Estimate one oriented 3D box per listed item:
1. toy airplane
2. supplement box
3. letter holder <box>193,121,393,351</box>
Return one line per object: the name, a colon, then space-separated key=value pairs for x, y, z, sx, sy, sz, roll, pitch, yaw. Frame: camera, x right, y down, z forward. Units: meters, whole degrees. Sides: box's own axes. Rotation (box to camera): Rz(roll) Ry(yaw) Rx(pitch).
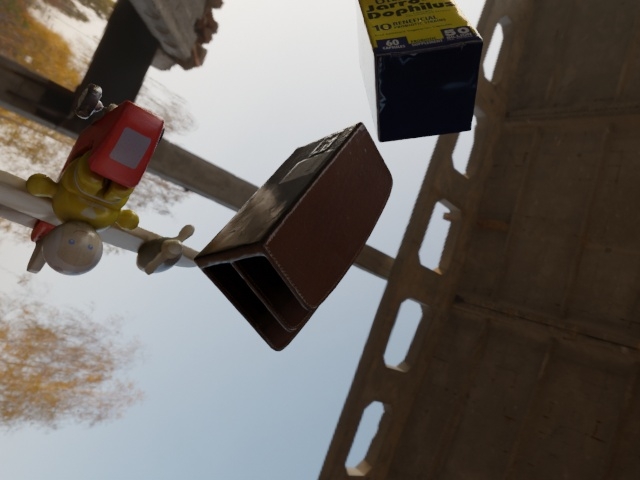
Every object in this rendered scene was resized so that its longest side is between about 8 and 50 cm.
toy airplane: x=-0.428 y=-0.044 z=0.808 sx=0.384 sy=0.385 sz=0.273 roll=90 pitch=-10 yaw=-49
supplement box: x=0.190 y=-0.400 z=0.997 sx=0.194 sy=0.195 sz=0.357 roll=-7 pitch=-134 yaw=3
letter holder: x=0.000 y=0.000 z=0.721 sx=0.152 sy=0.214 sz=0.302 roll=-12 pitch=-148 yaw=43
